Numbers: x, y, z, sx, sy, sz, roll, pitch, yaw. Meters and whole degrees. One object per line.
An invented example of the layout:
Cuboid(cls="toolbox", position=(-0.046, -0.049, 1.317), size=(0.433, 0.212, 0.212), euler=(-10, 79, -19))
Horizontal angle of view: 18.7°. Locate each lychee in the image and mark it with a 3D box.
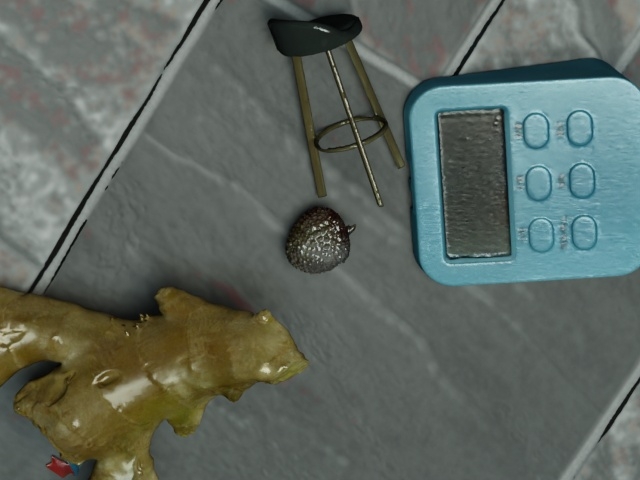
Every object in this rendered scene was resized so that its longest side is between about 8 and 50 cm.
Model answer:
Cuboid(cls="lychee", position=(0.000, 0.000, 2.083), size=(0.083, 0.068, 0.067), euler=(-33, 69, 4))

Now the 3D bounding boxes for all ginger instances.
Cuboid(cls="ginger", position=(-0.229, 0.136, 2.031), size=(0.363, 0.122, 0.348), euler=(45, 97, 0))

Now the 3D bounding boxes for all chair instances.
Cuboid(cls="chair", position=(0.023, -0.150, 2.028), size=(0.095, 0.104, 0.221), euler=(-39, 120, -33))

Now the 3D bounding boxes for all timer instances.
Cuboid(cls="timer", position=(0.221, -0.067, 2.091), size=(0.250, 0.091, 0.232), euler=(-8, 109, -5))

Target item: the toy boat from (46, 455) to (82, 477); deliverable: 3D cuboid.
Cuboid(cls="toy boat", position=(-0.256, 0.187, 2.116), size=(0.149, 0.034, 0.105), euler=(-35, 114, 15))
